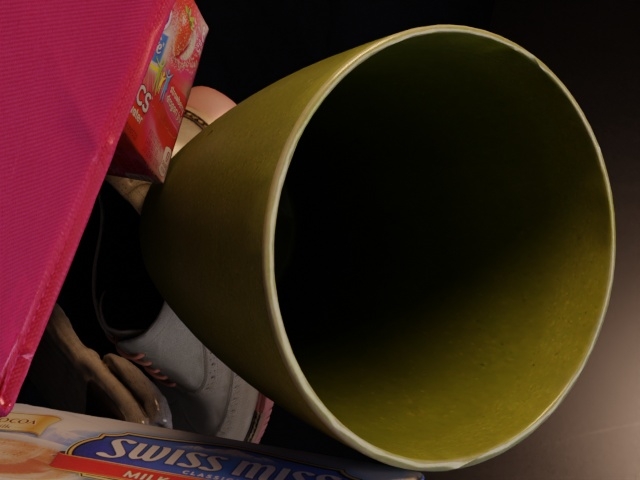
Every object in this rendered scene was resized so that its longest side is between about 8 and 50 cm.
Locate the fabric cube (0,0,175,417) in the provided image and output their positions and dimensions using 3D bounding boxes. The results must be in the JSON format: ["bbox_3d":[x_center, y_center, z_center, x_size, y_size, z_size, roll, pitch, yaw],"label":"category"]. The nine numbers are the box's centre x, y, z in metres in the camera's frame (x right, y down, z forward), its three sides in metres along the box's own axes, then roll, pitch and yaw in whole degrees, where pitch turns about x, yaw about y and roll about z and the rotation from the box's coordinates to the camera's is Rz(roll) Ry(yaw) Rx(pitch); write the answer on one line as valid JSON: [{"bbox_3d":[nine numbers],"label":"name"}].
[{"bbox_3d":[-0.225,-0.115,0.581,0.254,0.258,0.259,77,27,-56],"label":"fabric cube"}]

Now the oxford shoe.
[{"bbox_3d":[-0.131,0.063,1.327,0.146,0.140,0.397,-34,136,-36],"label":"oxford shoe"}]

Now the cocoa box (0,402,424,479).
[{"bbox_3d":[-0.131,0.256,0.948,0.228,0.347,0.231,-47,142,-65],"label":"cocoa box"}]

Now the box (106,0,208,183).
[{"bbox_3d":[-0.172,-0.147,1.003,0.257,0.123,0.128,61,42,-67],"label":"box"}]

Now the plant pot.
[{"bbox_3d":[0.000,0.000,1.083,0.275,0.293,0.274,-2,93,-34],"label":"plant pot"}]

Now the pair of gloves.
[{"bbox_3d":[-0.158,0.185,1.145,0.042,0.204,0.240,-9,117,-33],"label":"pair of gloves"}]
